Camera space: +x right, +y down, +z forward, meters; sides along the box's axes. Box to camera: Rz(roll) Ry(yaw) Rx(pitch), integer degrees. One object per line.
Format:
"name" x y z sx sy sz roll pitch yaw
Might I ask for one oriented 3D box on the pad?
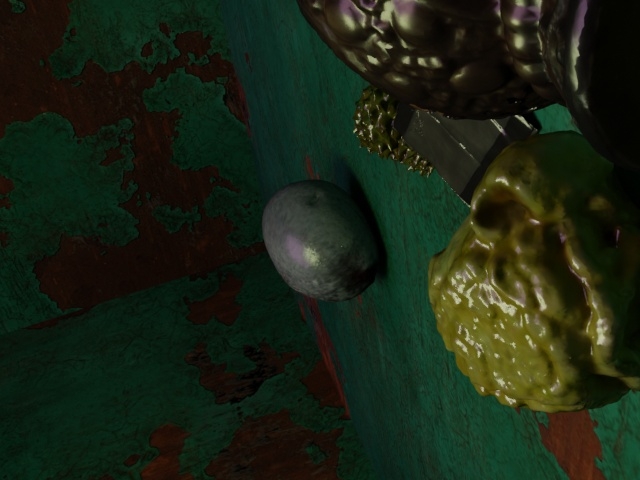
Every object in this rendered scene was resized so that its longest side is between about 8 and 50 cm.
"pad" 0.162 -0.133 1.014 0.174 0.022 0.233 48 164 12

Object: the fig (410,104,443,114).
"fig" 0.133 -0.225 0.771 0.257 0.159 0.159 84 165 -66

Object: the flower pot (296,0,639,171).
"flower pot" 0.149 -0.180 0.539 0.267 0.266 0.267 44 153 47

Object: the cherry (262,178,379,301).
"cherry" 0.000 0.000 1.777 0.296 0.218 0.255 41 149 52

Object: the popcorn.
"popcorn" 0.218 0.054 0.796 0.225 0.173 0.286 51 151 24

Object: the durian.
"durian" 0.104 -0.156 1.204 0.119 0.108 0.187 -120 16 -53
